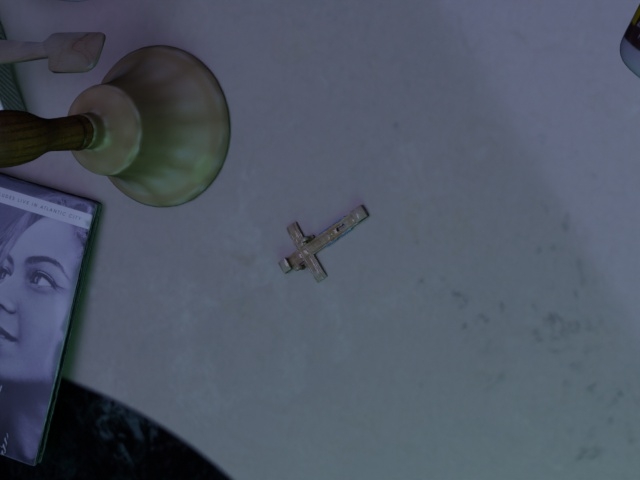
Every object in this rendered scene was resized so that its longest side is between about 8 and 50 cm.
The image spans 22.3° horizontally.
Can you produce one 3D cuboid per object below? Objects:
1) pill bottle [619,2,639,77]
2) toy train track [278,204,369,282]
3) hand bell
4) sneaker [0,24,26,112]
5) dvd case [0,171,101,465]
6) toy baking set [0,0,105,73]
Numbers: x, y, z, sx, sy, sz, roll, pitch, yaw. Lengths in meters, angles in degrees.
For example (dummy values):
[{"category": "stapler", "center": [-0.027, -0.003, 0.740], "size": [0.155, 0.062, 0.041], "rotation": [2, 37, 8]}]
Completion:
[{"category": "pill bottle", "center": [0.277, -0.180, 0.976], "size": [0.117, 0.117, 0.215], "rotation": [32, 109, 21]}, {"category": "toy train track", "center": [0.000, 0.000, 1.198], "size": [0.083, 0.014, 0.048], "rotation": [-35, 80, 26]}, {"category": "hand bell", "center": [-0.180, -0.078, 1.155], "size": [0.126, 0.242, 0.126], "rotation": [3, 96, 28]}, {"category": "sneaker", "center": [-0.284, -0.126, 1.311], "size": [0.070, 0.051, 0.134], "rotation": [-17, 92, 23]}, {"category": "dvd case", "center": [-0.277, 0.054, 1.323], "size": [0.164, 0.018, 0.221], "rotation": [17, 97, 17]}, {"category": "toy baking set", "center": [-0.242, -0.211, 1.235], "size": [0.196, 0.030, 0.256], "rotation": [-26, 57, 22]}]
